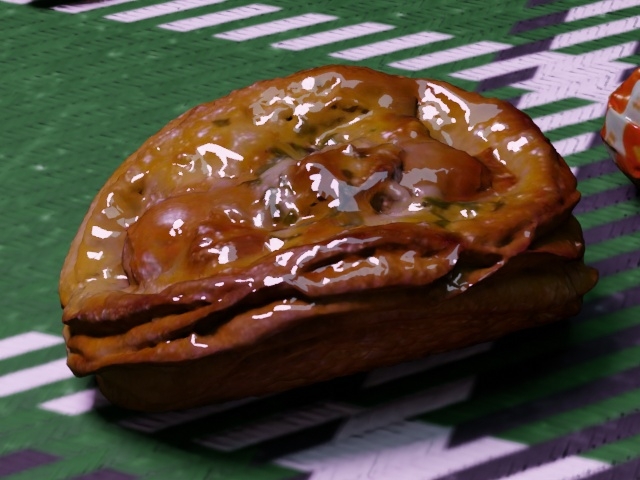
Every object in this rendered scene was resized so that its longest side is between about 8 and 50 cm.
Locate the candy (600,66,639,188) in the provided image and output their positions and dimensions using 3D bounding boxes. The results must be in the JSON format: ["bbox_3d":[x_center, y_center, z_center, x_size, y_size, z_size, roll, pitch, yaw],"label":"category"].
[{"bbox_3d":[0.261,-0.002,0.954,0.084,0.078,0.288,-5,39,-41],"label":"candy"}]

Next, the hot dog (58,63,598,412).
[{"bbox_3d":[0.000,0.000,0.900,0.272,0.122,0.196,-9,36,-13],"label":"hot dog"}]
